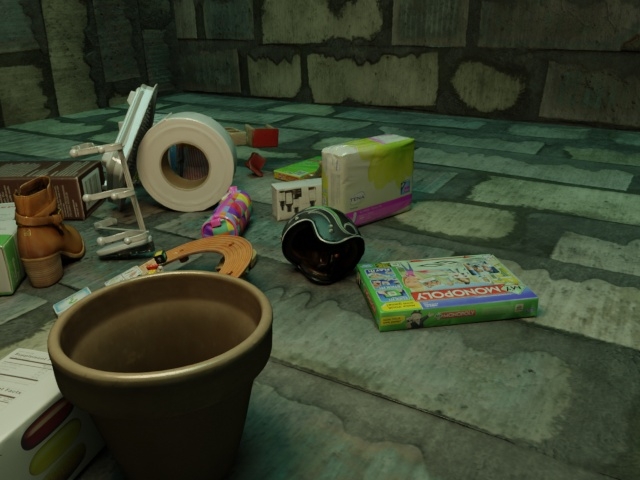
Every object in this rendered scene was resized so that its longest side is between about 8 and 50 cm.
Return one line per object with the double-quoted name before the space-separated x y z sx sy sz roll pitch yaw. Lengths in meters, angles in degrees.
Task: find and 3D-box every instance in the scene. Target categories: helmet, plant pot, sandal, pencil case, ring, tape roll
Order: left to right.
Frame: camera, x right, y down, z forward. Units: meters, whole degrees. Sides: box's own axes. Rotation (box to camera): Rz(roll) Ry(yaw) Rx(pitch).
"plant pot" -0.187 0.192 0.724 0.262 0.229 0.263 -1 23 0
"ring" -0.289 0.088 1.126 0.336 0.032 0.337 -16 25 8
"tape roll" -0.393 -0.233 1.658 0.286 0.286 0.100 -1 24 -1
"pencil case" -0.245 -0.061 1.490 0.104 0.105 0.236 0 24 2
"sandal" -0.198 0.050 1.249 0.088 0.079 0.240 3 24 8
"helmet" 0.000 0.000 1.259 0.169 0.170 0.161 -21 46 -39

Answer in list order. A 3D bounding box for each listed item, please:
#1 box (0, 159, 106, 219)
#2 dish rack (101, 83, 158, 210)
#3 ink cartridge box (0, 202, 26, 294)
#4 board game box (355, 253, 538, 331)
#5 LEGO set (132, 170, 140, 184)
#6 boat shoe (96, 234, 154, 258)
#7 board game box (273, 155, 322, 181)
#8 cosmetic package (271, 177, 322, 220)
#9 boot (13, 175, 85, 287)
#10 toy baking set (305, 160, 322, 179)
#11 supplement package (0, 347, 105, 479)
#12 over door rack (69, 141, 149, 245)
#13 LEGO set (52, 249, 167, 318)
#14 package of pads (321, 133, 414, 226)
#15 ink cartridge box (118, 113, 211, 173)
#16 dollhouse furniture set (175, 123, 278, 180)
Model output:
"box" -0.866 -0.151 1.672 0.381 0.143 0.191 1 23 0
"dish rack" -0.563 -0.279 1.638 0.072 0.285 0.333 18 65 -13
"ink cartridge box" -0.783 0.016 1.291 0.211 0.122 0.289 -4 23 -9
"board game box" 0.251 0.101 1.161 0.317 0.046 0.213 -4 23 -8
"LEGO set" -0.593 -0.279 1.888 0.287 0.107 0.132 -47 43 -1
"boat shoe" -0.473 0.024 1.360 0.142 0.040 0.049 -14 17 3
"board game box" -0.037 -0.260 2.029 0.124 0.039 0.259 18 32 35
"cosmetic package" -0.021 -0.126 1.636 0.238 0.099 0.060 -10 27 -19
"boot" -0.639 -0.046 1.306 0.108 0.220 0.283 -2 23 -3
"toy baking set" 0.068 -0.194 1.739 0.256 0.197 0.030 7 69 9
"supplement package" -0.397 0.260 0.687 0.133 0.139 0.244 5 24 17
"over door rack" -0.550 -0.119 1.399 0.108 0.240 0.324 -20 19 -32
"LEGO set" -0.406 0.089 1.110 0.244 0.060 0.182 -31 30 -22
"package of pads" 0.137 -0.172 1.570 0.296 0.229 0.101 -19 29 -36
"ink cartridge box" -0.552 -0.343 2.030 0.270 0.197 0.198 8 24 20
"dollhouse furniture set" -0.305 -0.280 1.896 0.374 0.201 0.152 -8 23 -32
